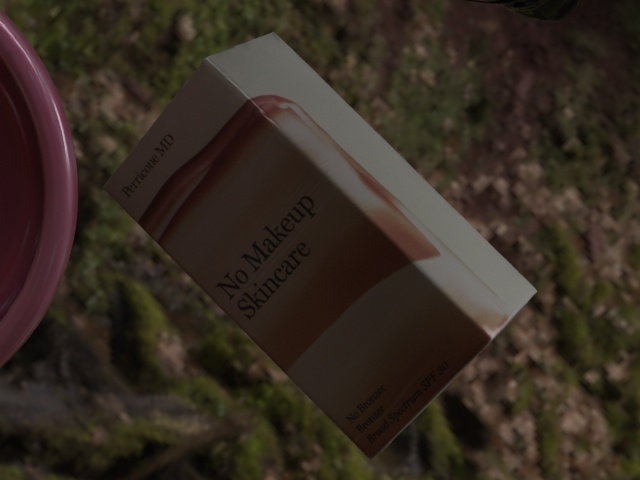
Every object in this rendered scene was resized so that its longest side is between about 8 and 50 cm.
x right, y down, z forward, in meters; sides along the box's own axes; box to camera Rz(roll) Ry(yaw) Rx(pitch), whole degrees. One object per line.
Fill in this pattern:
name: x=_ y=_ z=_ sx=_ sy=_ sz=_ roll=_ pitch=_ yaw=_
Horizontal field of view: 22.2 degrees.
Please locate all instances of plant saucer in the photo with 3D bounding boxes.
plant saucer: x=-0.325 y=-0.040 z=1.150 sx=0.332 sy=0.332 sz=0.084 roll=46 pitch=10 yaw=1

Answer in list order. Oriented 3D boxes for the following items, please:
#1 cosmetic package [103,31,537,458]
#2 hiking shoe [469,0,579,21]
cosmetic package: x=0.000 y=0.000 z=1.254 sx=0.296 sy=0.153 sz=0.129 roll=44 pitch=27 yaw=7
hiking shoe: x=0.051 y=-0.194 z=1.004 sx=0.227 sy=0.086 sz=0.114 roll=15 pitch=2 yaw=37
